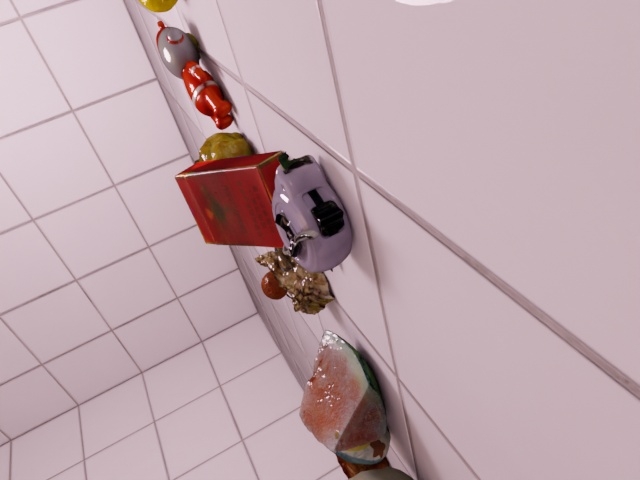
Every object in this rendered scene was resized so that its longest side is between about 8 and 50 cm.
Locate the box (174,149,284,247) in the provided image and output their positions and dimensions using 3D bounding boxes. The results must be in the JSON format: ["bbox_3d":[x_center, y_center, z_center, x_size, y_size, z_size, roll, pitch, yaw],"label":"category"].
[{"bbox_3d":[-0.185,-0.090,1.183,0.313,0.089,0.198,2,122,42],"label":"box"}]

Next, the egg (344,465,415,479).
[{"bbox_3d":[0.175,0.730,1.219,0.278,0.278,0.336,78,166,-46],"label":"egg"}]

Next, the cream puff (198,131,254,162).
[{"bbox_3d":[-0.255,-0.157,1.398,0.282,0.185,0.282,56,162,29],"label":"cream puff"}]

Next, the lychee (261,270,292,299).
[{"bbox_3d":[-0.154,0.163,1.788,0.140,0.101,0.114,75,168,-53],"label":"lychee"}]

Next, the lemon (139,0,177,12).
[{"bbox_3d":[-0.403,-0.619,1.253,0.133,0.109,0.109,43,157,35],"label":"lemon"}]

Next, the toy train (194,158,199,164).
[{"bbox_3d":[-0.291,-0.178,1.593,0.226,0.137,0.090,59,166,22],"label":"toy train"}]

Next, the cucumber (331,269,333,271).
[{"bbox_3d":[0.000,0.000,1.036,0.037,0.037,0.155,44,155,56],"label":"cucumber"}]

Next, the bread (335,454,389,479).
[{"bbox_3d":[0.135,0.733,1.686,0.232,0.135,0.246,64,166,-2],"label":"bread"}]

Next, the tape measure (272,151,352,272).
[{"bbox_3d":[-0.024,-0.030,0.896,0.178,0.105,0.196,54,156,24],"label":"tape measure"}]

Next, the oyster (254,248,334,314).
[{"bbox_3d":[-0.062,0.098,1.308,0.214,0.083,0.223,56,148,0],"label":"oyster"}]

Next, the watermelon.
[{"bbox_3d":[0.040,0.371,1.231,0.213,0.201,0.262,32,144,49],"label":"watermelon"}]

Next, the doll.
[{"bbox_3d":[-0.345,-0.459,1.376,0.336,0.105,0.200,54,168,7],"label":"doll"}]

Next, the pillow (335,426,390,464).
[{"bbox_3d":[0.080,0.490,1.322,0.214,0.086,0.233,24,-165,15],"label":"pillow"}]
